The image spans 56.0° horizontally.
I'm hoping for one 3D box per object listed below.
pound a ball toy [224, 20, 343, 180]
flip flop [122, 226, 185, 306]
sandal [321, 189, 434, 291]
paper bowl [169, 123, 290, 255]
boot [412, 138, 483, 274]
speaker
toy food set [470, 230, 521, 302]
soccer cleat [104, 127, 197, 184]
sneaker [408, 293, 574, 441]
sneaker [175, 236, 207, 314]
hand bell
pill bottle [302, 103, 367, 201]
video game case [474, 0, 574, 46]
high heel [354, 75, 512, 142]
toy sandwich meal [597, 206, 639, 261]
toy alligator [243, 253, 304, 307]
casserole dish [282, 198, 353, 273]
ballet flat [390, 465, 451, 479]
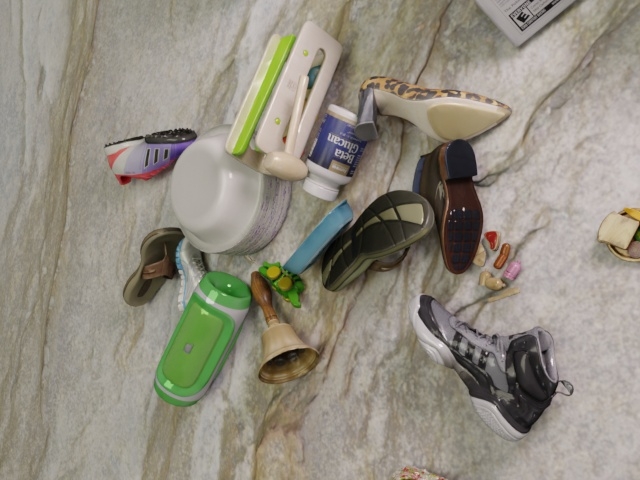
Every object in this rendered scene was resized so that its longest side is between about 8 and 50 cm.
[{"bbox_3d":[-0.043,-0.243,1.133,0.208,0.136,0.318,4,70,52],"label":"pound a ball toy"},{"bbox_3d":[-0.395,0.074,1.455,0.277,0.112,0.080,-54,52,27],"label":"flip flop"},{"bbox_3d":[0.104,0.008,1.076,0.303,0.086,0.120,-39,38,51],"label":"sandal"},{"bbox_3d":[-0.214,-0.111,1.304,0.285,0.148,0.283,-5,82,39],"label":"paper bowl"},{"bbox_3d":[0.211,-0.055,1.016,0.106,0.082,0.219,-176,86,-67],"label":"boot"},{"bbox_3d":[-0.261,0.219,1.327,0.131,0.131,0.296,40,110,34],"label":"speaker"},{"bbox_3d":[0.285,0.036,0.974,0.078,0.019,0.122,-26,62,35],"label":"toy food set"},{"bbox_3d":[-0.420,-0.211,1.520,0.319,0.109,0.116,-3,107,36],"label":"soccer cleat"},{"bbox_3d":[0.263,0.160,0.932,0.153,0.101,0.268,-48,65,25],"label":"sneaker"},{"bbox_3d":[-0.284,0.081,1.402,0.083,0.071,0.190,-5,90,30],"label":"sneaker"},{"bbox_3d":[-0.100,0.157,1.235,0.126,0.126,0.242,-46,48,26],"label":"hand bell"},{"bbox_3d":[0.028,-0.164,1.146,0.094,0.094,0.169,33,107,36],"label":"pill bottle"},{"bbox_3d":[0.319,-0.480,0.831,0.329,0.300,0.036,-37,32,31],"label":"video game case"},{"bbox_3d":[0.191,-0.251,1.050,0.262,0.093,0.186,-2,41,13],"label":"high heel"},{"bbox_3d":[0.436,-0.010,0.847,0.086,0.029,0.085,-4,84,39],"label":"toy sandwich meal"},{"bbox_3d":[-0.087,0.070,1.251,0.051,0.056,0.190,-37,53,-17],"label":"toy alligator"},{"bbox_3d":[0.000,0.000,1.152,0.037,0.114,0.188,45,114,6],"label":"casserole dish"},{"bbox_3d":[0.209,0.428,0.963,0.241,0.077,0.091,-1,85,38],"label":"ballet flat"}]
